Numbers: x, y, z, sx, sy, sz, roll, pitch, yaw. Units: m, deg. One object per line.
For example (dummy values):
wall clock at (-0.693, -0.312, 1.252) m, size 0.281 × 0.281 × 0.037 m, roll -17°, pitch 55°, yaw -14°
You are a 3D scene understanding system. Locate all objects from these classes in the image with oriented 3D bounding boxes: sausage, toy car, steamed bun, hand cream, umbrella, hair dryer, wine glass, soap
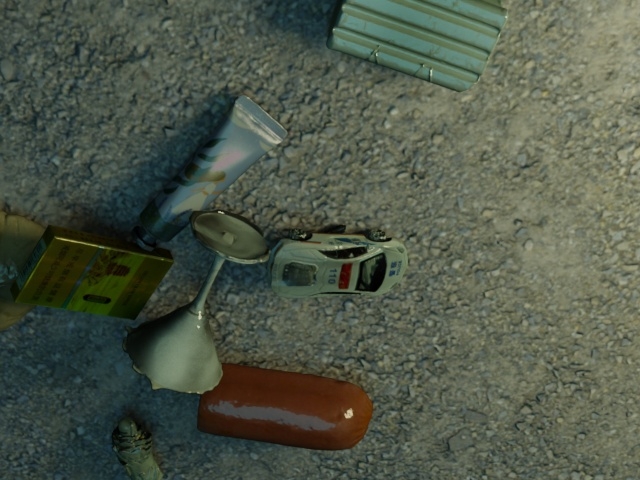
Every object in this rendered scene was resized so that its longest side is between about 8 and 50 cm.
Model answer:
sausage at (-0.052, 0.248, 1.620) m, size 0.259 × 0.113 × 0.113 m, roll 8°, pitch 118°, yaw -1°
toy car at (0.026, 0.035, 1.514) m, size 0.205 × 0.056 × 0.095 m, roll 1°, pitch 118°, yaw -16°
steamed bun at (-0.486, 0.039, 1.519) m, size 0.231 × 0.110 × 0.212 m, roll -37°, pitch 111°, yaw 17°
hand cream at (-0.161, -0.086, 1.479) m, size 0.088 × 0.055 × 0.256 m, roll 40°, pitch 106°, yaw -23°
umbrella at (-0.285, 0.331, 1.697) m, size 0.067 × 0.062 × 0.143 m, roll 5°, pitch 126°, yaw 21°
hair dryer at (0.000, 0.000, 1.534) m, size 0.083 × 0.026 × 0.047 m, roll -27°, pitch 117°, yaw 7°
wine glass at (-0.164, 0.080, 1.509) m, size 0.156 × 0.156 × 0.232 m, roll 22°, pitch 117°, yaw -10°
soap at (0.117, -0.269, 1.357) m, size 0.198 × 0.066 × 0.119 m, roll 18°, pitch 119°, yaw -8°

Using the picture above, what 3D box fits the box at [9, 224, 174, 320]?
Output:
box at (-0.312, 0.048, 1.510) m, size 0.193 × 0.030 × 0.121 m, roll 13°, pitch 123°, yaw -42°
